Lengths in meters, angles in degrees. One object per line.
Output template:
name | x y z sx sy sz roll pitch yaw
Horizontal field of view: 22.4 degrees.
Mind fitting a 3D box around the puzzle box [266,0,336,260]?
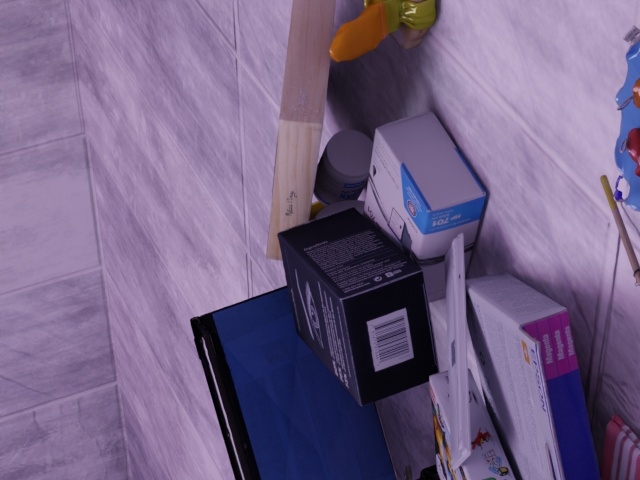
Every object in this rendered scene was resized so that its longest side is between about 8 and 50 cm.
puzzle box | -0.023 -0.173 1.986 0.409 0.052 0.272 100 176 -66

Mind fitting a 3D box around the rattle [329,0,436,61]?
rattle | 0.035 -0.301 1.834 0.199 0.143 0.130 62 177 14

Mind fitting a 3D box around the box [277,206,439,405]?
box | 0.043 0.075 1.922 0.207 0.108 0.153 -133 28 -57

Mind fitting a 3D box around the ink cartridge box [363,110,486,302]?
ink cartridge box | 0.119 -0.034 1.906 0.190 0.082 0.139 99 149 -51

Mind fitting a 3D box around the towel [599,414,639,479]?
towel | 0.344 0.285 1.626 0.197 0.029 0.144 50 152 43

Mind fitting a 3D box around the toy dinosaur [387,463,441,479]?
toy dinosaur | 0.157 0.404 2.098 0.322 0.164 0.218 -34 69 26

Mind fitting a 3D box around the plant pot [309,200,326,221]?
plant pot | 0.000 0.000 2.284 0.083 0.081 0.081 88 159 -64

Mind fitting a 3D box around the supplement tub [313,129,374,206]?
supplement tub | 0.030 -0.092 2.123 0.107 0.071 0.071 116 134 -65

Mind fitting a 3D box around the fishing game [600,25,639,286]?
fishing game | 0.283 -0.102 1.379 0.264 0.041 0.189 105 161 -50

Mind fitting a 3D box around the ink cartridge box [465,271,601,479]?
ink cartridge box | 0.242 0.216 1.694 0.330 0.071 0.324 -136 33 -77

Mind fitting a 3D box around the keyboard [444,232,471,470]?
keyboard | 0.151 0.121 1.784 0.072 0.014 0.256 101 170 -67

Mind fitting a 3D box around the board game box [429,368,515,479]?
board game box | 0.193 0.317 1.818 0.193 0.053 0.305 81 173 -46

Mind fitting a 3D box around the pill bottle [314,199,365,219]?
pill bottle | 0.042 0.056 2.144 0.119 0.119 0.208 -127 27 -45

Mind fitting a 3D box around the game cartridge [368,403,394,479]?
game cartridge | 0.056 0.354 2.472 0.196 0.060 0.294 14 119 64

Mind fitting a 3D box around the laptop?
laptop | -0.011 0.257 2.162 0.408 0.236 0.381 -173 66 -83
